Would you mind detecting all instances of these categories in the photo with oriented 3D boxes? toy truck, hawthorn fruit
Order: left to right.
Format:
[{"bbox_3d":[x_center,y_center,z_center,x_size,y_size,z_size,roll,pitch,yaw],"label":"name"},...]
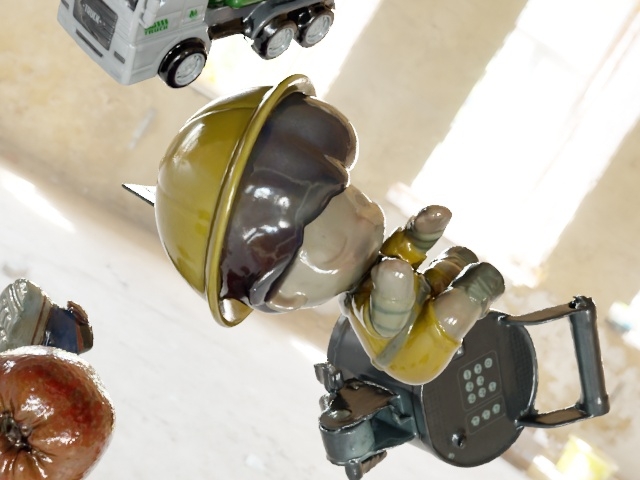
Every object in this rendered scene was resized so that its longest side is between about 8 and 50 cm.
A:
[{"bbox_3d":[-0.238,0.149,0.920,0.132,0.133,0.138,32,5,2],"label":"hawthorn fruit"},{"bbox_3d":[-0.065,-0.200,0.799,0.242,0.125,0.101,-28,65,-39],"label":"toy truck"}]

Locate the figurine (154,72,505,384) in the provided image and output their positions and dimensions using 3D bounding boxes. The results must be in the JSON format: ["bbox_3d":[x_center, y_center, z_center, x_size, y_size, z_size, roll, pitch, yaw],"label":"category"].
[{"bbox_3d":[-0.003,0.003,0.804,0.257,0.167,0.192,42,24,-6],"label":"figurine"}]

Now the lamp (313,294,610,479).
[{"bbox_3d":[0.150,0.166,1.471,0.374,0.205,0.272,-17,20,-12],"label":"lamp"}]

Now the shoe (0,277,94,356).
[{"bbox_3d":[-0.299,0.152,1.162,0.125,0.228,0.099,11,18,-31],"label":"shoe"}]

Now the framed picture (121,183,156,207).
[{"bbox_3d":[-0.128,0.003,1.651,0.323,0.013,0.244,30,5,5],"label":"framed picture"}]
